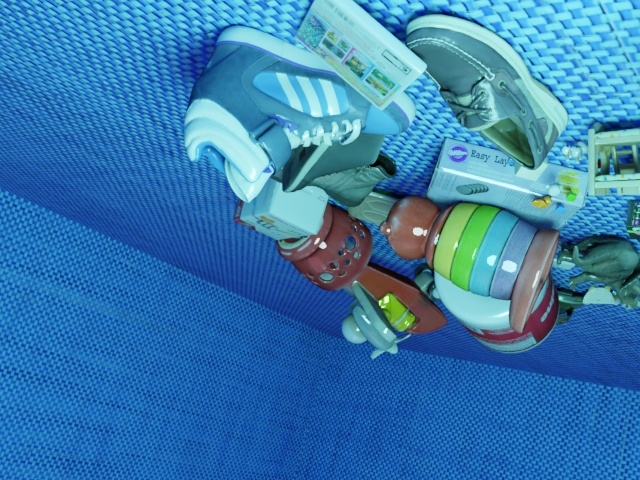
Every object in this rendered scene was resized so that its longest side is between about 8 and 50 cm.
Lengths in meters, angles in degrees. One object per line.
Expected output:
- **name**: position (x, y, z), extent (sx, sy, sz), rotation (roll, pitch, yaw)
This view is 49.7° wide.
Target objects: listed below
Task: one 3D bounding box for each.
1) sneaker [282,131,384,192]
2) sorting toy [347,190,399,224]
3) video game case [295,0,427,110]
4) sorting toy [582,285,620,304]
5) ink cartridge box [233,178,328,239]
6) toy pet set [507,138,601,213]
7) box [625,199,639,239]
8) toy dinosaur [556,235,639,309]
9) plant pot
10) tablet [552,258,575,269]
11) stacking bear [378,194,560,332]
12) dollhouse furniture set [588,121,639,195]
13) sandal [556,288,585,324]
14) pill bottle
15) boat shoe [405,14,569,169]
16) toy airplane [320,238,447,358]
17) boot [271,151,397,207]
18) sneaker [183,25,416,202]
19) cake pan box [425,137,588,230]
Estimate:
- **sneaker**: position (0.016, -0.135, 1.200), extent (0.118, 0.083, 0.222), rotation (9, 156, -23)
- **sorting toy**: position (0.168, -0.063, 1.523), extent (0.208, 0.038, 0.193), rotation (21, 166, 0)
- **video game case**: position (0.047, -0.243, 0.883), extent (0.157, 0.019, 0.143), rotation (39, 165, -7)
- **sorting toy**: position (0.702, 0.140, 1.694), extent (0.075, 0.045, 0.083), rotation (17, 167, -34)
- **ink cartridge box**: position (-0.084, -0.086, 1.512), extent (0.128, 0.127, 0.176), rotation (25, 163, -29)
- **toy pet set**: position (0.347, -0.114, 1.056), extent (0.114, 0.065, 0.122), rotation (15, 141, -8)
- **box**: position (0.563, -0.033, 1.160), extent (0.083, 0.052, 0.062), rotation (4, 161, 35)
- **toy dinosaur**: position (0.560, 0.035, 1.359), extent (0.160, 0.121, 0.313), rotation (-7, 151, 30)
- **plant pot**: position (0.000, 0.000, 1.637), extent (0.174, 0.191, 0.191), rotation (36, 157, -35)
- **tablet**: position (0.540, 0.052, 1.597), extent (0.083, 0.006, 0.054), rotation (15, 166, 6)
- **stacking bear**: position (0.247, 0.009, 1.200), extent (0.289, 0.175, 0.164), rotation (21, 138, 21)
- **dollhouse furniture set**: position (0.482, -0.114, 0.933), extent (0.182, 0.101, 0.161), rotation (2, -176, 43)
- **sandal**: position (0.628, 0.187, 1.848), extent (0.120, 0.086, 0.303), rotation (13, 166, 10)
- **pill bottle**: position (0.413, 0.125, 1.561), extent (0.229, 0.229, 0.407), rotation (9, 164, 27)
- **boat shoe**: position (0.214, -0.182, 0.886), extent (0.285, 0.092, 0.103), rotation (28, 165, -35)
- **toy airplane**: position (0.119, 0.150, 1.855), extent (0.384, 0.272, 0.386), rotation (34, -164, 26)
- **boot**: position (0.010, -0.155, 1.296), extent (0.246, 0.083, 0.161), rotation (20, 153, -13)
- **sneaker**: position (-0.036, -0.147, 1.002), extent (0.322, 0.236, 0.130), rotation (20, 165, -13)
- **cake pan box**: position (0.315, -0.077, 1.235), extent (0.245, 0.070, 0.267), rotation (16, 166, 8)
